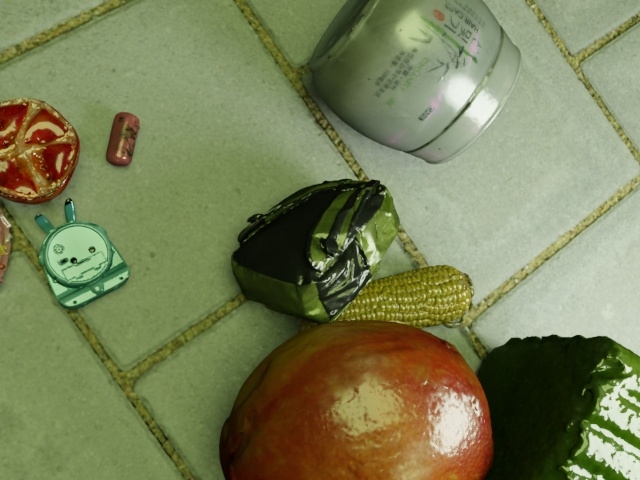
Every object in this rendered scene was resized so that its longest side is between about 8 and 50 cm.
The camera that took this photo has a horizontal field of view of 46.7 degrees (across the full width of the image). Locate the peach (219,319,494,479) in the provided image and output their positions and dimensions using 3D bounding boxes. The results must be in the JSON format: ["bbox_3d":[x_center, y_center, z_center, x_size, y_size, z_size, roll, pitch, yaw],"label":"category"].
[{"bbox_3d":[0.043,0.261,0.993,0.373,0.372,0.290,-8,64,-18],"label":"peach"}]

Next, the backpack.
[{"bbox_3d":[0.000,0.000,1.092,0.253,0.207,0.140,-46,130,-29],"label":"backpack"}]

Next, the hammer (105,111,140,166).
[{"bbox_3d":[-0.296,-0.152,1.116,0.043,0.043,0.083,12,74,-14],"label":"hammer"}]

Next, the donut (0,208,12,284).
[{"bbox_3d":[-0.529,-0.010,0.993,0.233,0.085,0.199,30,71,-11],"label":"donut"}]

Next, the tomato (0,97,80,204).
[{"bbox_3d":[-0.419,-0.122,1.056,0.156,0.069,0.155,4,75,-13],"label":"tomato"}]

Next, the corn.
[{"bbox_3d":[0.098,0.104,1.155,0.293,0.106,0.106,-10,82,-15],"label":"corn"}]

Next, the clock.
[{"bbox_3d":[-0.350,0.017,1.062,0.108,0.045,0.147,-29,88,-21],"label":"clock"}]

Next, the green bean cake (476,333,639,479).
[{"bbox_3d":[0.347,0.306,1.073,0.218,0.319,0.335,35,75,-10],"label":"green bean cake"}]

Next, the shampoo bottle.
[{"bbox_3d":[0.146,-0.275,1.150,0.266,0.273,0.273,31,72,-16],"label":"shampoo bottle"}]
